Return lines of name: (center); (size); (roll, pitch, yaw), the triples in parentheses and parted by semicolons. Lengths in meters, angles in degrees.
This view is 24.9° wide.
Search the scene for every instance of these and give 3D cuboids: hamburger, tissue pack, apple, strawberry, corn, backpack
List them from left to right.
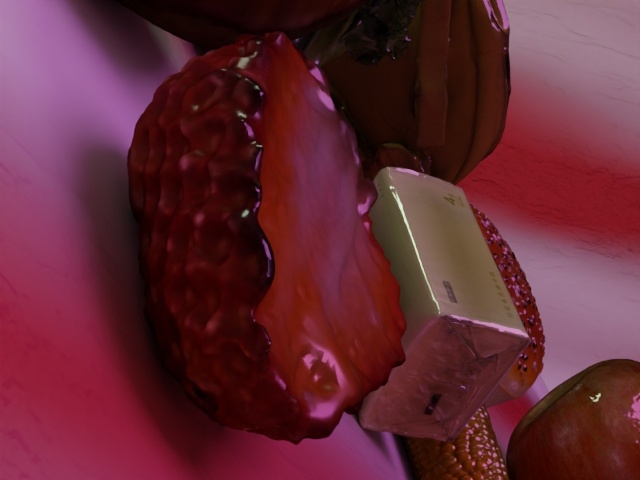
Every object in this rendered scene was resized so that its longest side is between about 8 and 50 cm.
strawberry: (-0.055, 0.011, 1.000); (0.336, 0.149, 0.265); (-80, 149, -58)
backpack: (0.086, -0.236, 1.845); (0.201, 0.353, 0.378); (-19, 107, -52)
tissue pack: (0.095, 0.063, 1.453); (0.125, 0.159, 0.234); (15, 35, -26)
corn: (0.137, 0.207, 1.527); (0.101, 0.101, 0.310); (52, 13, -47)
hamburger: (0.188, 0.081, 1.912); (0.300, 0.176, 0.300); (60, 11, -20)
apple: (0.423, 0.325, 2.101); (0.301, 0.301, 0.301); (59, 10, -17)

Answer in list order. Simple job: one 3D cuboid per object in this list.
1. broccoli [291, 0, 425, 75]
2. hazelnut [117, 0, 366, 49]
broccoli: (-0.029, -0.280, 1.600); (0.304, 0.321, 0.283); (77, 26, -65)
hazelnut: (-0.055, -0.368, 1.266); (0.352, 0.421, 0.421); (31, -7, 29)
